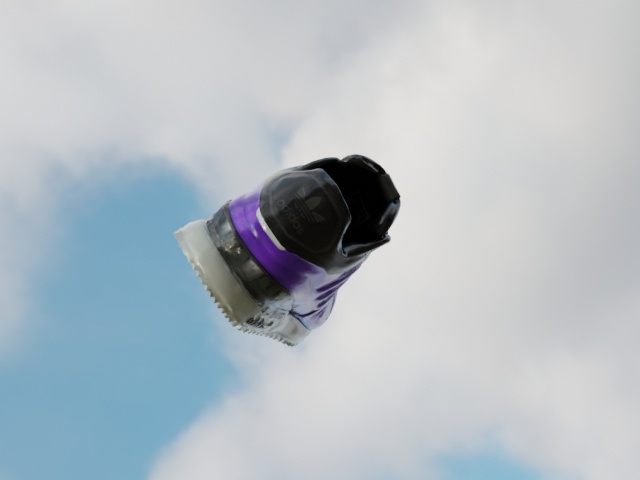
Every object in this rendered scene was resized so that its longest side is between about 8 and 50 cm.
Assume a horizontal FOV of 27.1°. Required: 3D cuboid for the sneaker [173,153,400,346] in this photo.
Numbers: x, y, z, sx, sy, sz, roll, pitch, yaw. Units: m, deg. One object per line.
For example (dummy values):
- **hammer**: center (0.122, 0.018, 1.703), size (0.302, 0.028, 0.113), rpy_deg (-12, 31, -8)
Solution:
- **sneaker**: center (0.000, 0.001, 1.014), size (0.146, 0.102, 0.293), rpy_deg (-35, -7, 6)
